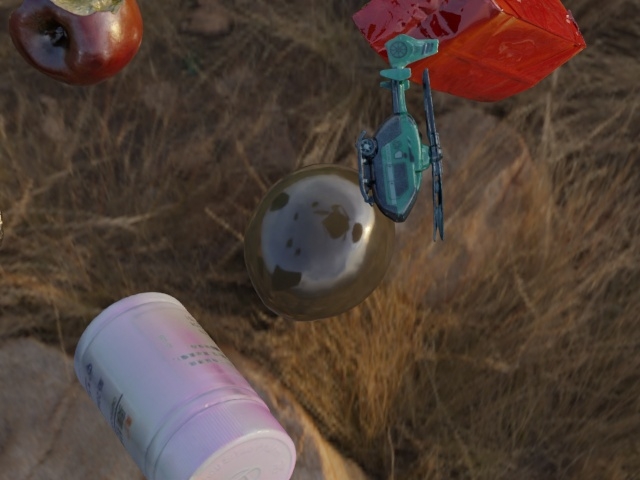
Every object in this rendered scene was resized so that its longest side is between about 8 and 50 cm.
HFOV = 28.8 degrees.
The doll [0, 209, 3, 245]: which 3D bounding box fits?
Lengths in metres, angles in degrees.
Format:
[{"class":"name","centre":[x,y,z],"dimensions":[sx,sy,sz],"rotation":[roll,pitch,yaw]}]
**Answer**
[{"class":"doll","centre":[-0.316,-0.002,0.950],"dimensions":[0.139,0.057,0.165],"rotation":[25,84,-25]}]

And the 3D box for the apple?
[{"class":"apple","centre":[-0.299,-0.274,1.567],"dimensions":[0.156,0.147,0.158],"rotation":[-11,28,27]}]

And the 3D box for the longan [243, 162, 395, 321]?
[{"class":"longan","centre":[0.000,0.000,1.590],"dimensions":[0.197,0.196,0.220],"rotation":[26,38,13]}]

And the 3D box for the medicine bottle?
[{"class":"medicine bottle","centre":[-0.154,0.188,1.386],"dimensions":[0.152,0.152,0.254],"rotation":[-32,48,-15]}]

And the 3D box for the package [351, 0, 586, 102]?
[{"class":"package","centre":[0.240,-0.316,1.894],"dimensions":[0.196,0.424,0.123],"rotation":[-35,68,27]}]

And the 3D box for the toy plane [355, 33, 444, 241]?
[{"class":"toy plane","centre":[0.088,-0.113,1.371],"dimensions":[0.096,0.060,0.235],"rotation":[-4,83,8]}]
